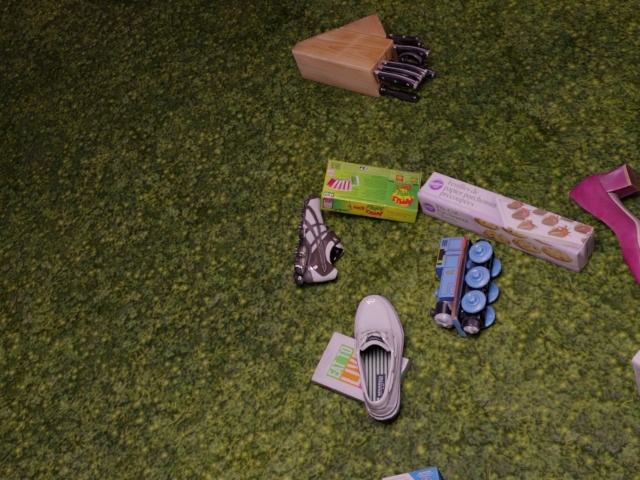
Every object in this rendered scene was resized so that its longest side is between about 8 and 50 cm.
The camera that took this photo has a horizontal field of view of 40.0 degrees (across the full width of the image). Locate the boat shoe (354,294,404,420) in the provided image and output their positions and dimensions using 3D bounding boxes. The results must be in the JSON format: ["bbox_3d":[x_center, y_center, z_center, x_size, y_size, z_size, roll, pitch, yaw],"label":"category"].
[{"bbox_3d":[0.098,0.179,1.450,0.083,0.076,0.226,-13,56,8],"label":"boat shoe"}]

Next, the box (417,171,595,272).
[{"bbox_3d":[0.327,-0.036,1.571,0.324,0.067,0.063,24,66,32],"label":"box"}]

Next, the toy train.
[{"bbox_3d":[0.248,0.077,1.512,0.105,0.080,0.184,-4,56,29],"label":"toy train"}]

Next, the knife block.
[{"bbox_3d":[0.097,-0.363,1.882,0.276,0.088,0.242,-19,50,5],"label":"knife block"}]

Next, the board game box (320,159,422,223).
[{"bbox_3d":[0.097,-0.094,1.676,0.181,0.043,0.092,9,57,3],"label":"board game box"}]

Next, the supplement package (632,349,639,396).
[{"bbox_3d":[0.601,0.205,1.187,0.199,0.198,0.263,-44,45,-14],"label":"supplement package"}]

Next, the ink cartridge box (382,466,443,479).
[{"bbox_3d":[0.148,0.412,1.312,0.089,0.052,0.122,-15,53,9],"label":"ink cartridge box"}]

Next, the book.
[{"bbox_3d":[0.069,0.225,1.496,0.144,0.035,0.096,17,64,27],"label":"book"}]

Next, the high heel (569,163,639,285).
[{"bbox_3d":[0.498,-0.011,1.499,0.117,0.082,0.244,-28,58,36],"label":"high heel"}]

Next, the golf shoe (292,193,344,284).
[{"bbox_3d":[0.000,0.000,1.670,0.094,0.077,0.198,4,56,2],"label":"golf shoe"}]
